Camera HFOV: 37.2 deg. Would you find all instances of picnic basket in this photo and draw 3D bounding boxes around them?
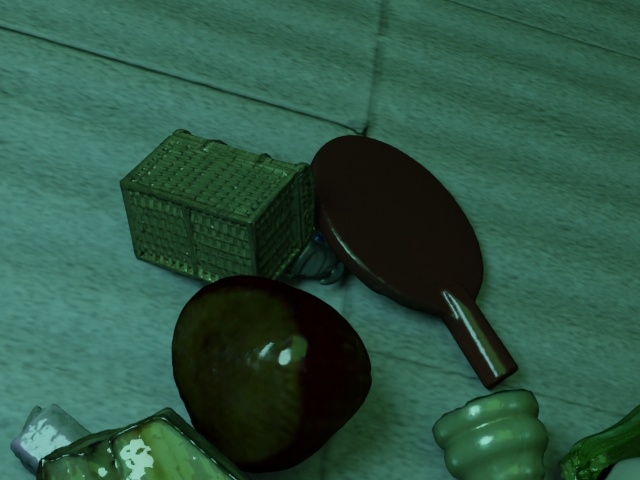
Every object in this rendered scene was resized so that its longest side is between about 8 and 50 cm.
[{"bbox_3d":[-0.122,-0.043,1.195,0.196,0.134,0.154,17,43,23],"label":"picnic basket"}]

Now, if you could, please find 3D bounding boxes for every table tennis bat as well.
[{"bbox_3d":[0.135,0.016,1.304,0.268,0.051,0.415,-13,63,-44],"label":"table tennis bat"}]

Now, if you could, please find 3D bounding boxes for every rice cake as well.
[{"bbox_3d":[-0.168,0.305,0.991,0.399,0.064,0.070,35,57,9],"label":"rice cake"}]

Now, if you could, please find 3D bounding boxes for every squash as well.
[{"bbox_3d":[0.392,0.263,1.214,0.219,0.068,0.077,-18,77,-30],"label":"squash"}]

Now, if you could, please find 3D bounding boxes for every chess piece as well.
[{"bbox_3d":[0.228,0.307,1.092,0.133,0.133,0.243,-5,60,-23],"label":"chess piece"}]

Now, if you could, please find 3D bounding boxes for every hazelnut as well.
[{"bbox_3d":[-0.059,0.142,1.075,0.229,0.229,0.230,9,51,-12],"label":"hazelnut"}]

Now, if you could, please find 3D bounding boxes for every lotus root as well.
[{"bbox_3d":[-0.114,0.293,0.895,0.210,0.142,0.314,-35,79,-18],"label":"lotus root"}]

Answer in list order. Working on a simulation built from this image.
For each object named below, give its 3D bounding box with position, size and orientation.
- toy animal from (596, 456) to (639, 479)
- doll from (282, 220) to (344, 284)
[{"bbox_3d":[0.425,0.359,1.074,0.266,0.213,0.213,7,52,-9],"label":"toy animal"},{"bbox_3d":[0.001,0.000,1.287,0.104,0.062,0.194,55,42,-8],"label":"doll"}]
